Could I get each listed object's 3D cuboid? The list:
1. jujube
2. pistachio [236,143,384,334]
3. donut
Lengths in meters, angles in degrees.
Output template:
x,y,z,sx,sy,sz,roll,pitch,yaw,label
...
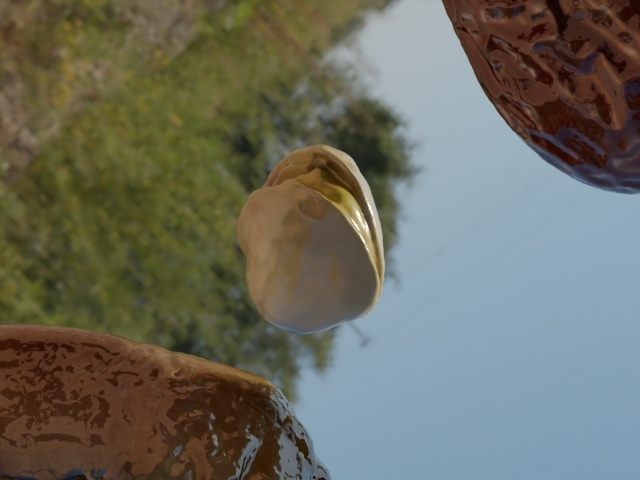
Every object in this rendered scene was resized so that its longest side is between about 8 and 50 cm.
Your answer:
x,y,z,sx,sy,sz,roll,pitch,yaw,label
0.159,-0.139,1.029,0.168,0.236,0.168,-44,180,0,jujube
0.000,0.000,1.529,0.117,0.145,0.200,-49,167,-40,pistachio
-0.155,0.188,1.122,0.317,0.299,0.150,-24,-153,21,donut
